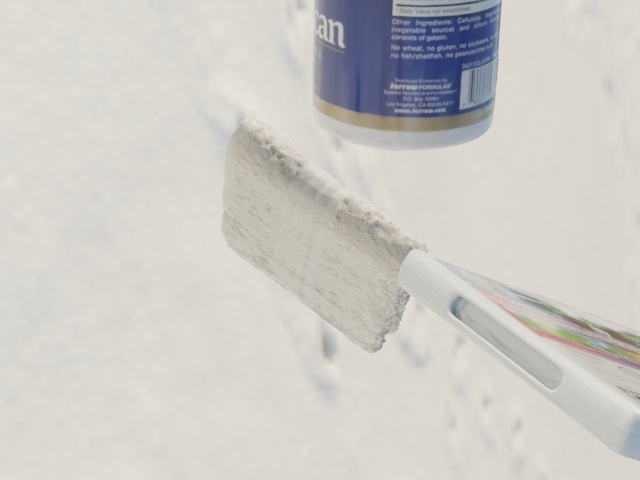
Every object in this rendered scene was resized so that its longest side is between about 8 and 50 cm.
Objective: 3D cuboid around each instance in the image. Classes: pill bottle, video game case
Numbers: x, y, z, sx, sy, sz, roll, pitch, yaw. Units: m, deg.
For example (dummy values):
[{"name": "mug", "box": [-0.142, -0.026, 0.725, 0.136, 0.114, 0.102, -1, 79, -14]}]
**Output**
[{"name": "pill bottle", "box": [0.044, -0.138, 0.861, 0.094, 0.094, 0.169, -56, 151, -64]}, {"name": "video game case", "box": [0.156, 0.072, 0.803, 0.201, 0.183, 0.023, 19, 101, -33]}]

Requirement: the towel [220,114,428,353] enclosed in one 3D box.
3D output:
[{"name": "towel", "box": [0.000, 0.000, 1.494, 0.049, 0.187, 0.282, -52, 173, -16]}]
